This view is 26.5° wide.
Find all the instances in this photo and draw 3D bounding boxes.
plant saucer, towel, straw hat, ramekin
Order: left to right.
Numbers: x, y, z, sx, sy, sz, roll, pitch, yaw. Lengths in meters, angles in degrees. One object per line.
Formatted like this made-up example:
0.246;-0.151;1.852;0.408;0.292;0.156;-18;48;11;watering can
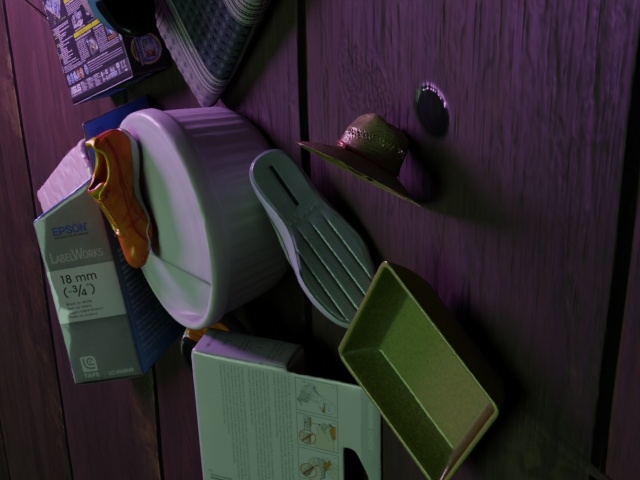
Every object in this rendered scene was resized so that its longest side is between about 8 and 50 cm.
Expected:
-0.347;0.027;2.175;0.317;0.053;0.332;-32;78;62;towel
-0.154;-0.356;1.581;0.324;0.056;0.312;63;155;13;towel
-0.137;-0.037;1.649;0.273;0.127;0.273;40;139;47;ramekin
0.052;-0.089;1.321;0.144;0.144;0.061;30;93;53;straw hat
0.108;0.131;1.364;0.188;0.045;0.188;53;148;21;plant saucer

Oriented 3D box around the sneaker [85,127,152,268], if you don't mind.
-0.245;-0.047;1.631;0.064;0.067;0.175;18;123;57;sneaker

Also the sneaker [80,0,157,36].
-0.244;-0.375;1.571;0.121;0.108;0.302;40;151;47;sneaker

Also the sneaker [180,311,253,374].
-0.088;0.191;1.764;0.121;0.099;0.262;-81;-31;-67;sneaker

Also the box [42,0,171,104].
-0.306;-0.314;1.874;0.270;0.060;0.216;-8;99;63;box

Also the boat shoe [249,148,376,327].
0.000;0.000;1.488;0.226;0.083;0.076;63;179;20;boat shoe

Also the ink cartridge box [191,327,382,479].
-0.031;0.251;1.650;0.239;0.060;0.275;9;122;18;ink cartridge box

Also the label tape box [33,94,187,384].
-0.281;-0.007;1.825;0.240;0.106;0.333;-51;-50;-71;label tape box
